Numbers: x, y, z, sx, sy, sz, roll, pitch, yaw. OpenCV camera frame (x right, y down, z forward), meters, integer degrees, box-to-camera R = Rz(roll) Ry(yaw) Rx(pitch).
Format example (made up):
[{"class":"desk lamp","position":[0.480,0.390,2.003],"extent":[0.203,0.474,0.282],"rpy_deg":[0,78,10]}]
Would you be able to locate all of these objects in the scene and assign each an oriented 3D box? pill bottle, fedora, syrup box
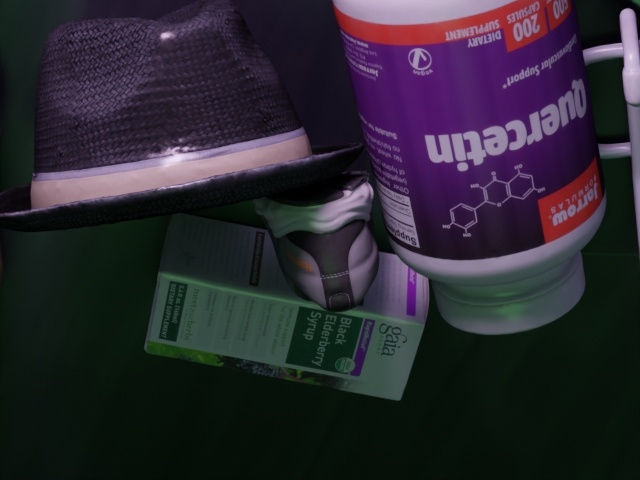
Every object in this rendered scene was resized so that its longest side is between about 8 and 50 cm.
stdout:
[{"class":"pill bottle","position":[0.124,-0.093,1.528],"extent":[0.181,0.181,0.323],"rpy_deg":[-9,119,10]},{"class":"fedora","position":[-0.129,-0.105,1.520],"extent":[0.334,0.334,0.153],"rpy_deg":[-9,96,11]},{"class":"syrup box","position":[-0.029,0.058,1.726],"extent":[0.236,0.096,0.093],"rpy_deg":[12,126,-4]}]

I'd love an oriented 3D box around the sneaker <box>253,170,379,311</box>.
[{"class":"sneaker","position":[0.000,0.000,1.586],"extent":[0.100,0.271,0.108],"rpy_deg":[-11,95,1]}]

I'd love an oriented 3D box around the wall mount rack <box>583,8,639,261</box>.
[{"class":"wall mount rack","position":[0.360,-0.055,1.593],"extent":[0.350,0.130,0.304],"rpy_deg":[-6,127,9]}]

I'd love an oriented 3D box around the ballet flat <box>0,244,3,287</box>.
[{"class":"ballet flat","position":[-0.331,-0.058,1.647],"extent":[0.123,0.123,0.349],"rpy_deg":[1,127,3]}]
